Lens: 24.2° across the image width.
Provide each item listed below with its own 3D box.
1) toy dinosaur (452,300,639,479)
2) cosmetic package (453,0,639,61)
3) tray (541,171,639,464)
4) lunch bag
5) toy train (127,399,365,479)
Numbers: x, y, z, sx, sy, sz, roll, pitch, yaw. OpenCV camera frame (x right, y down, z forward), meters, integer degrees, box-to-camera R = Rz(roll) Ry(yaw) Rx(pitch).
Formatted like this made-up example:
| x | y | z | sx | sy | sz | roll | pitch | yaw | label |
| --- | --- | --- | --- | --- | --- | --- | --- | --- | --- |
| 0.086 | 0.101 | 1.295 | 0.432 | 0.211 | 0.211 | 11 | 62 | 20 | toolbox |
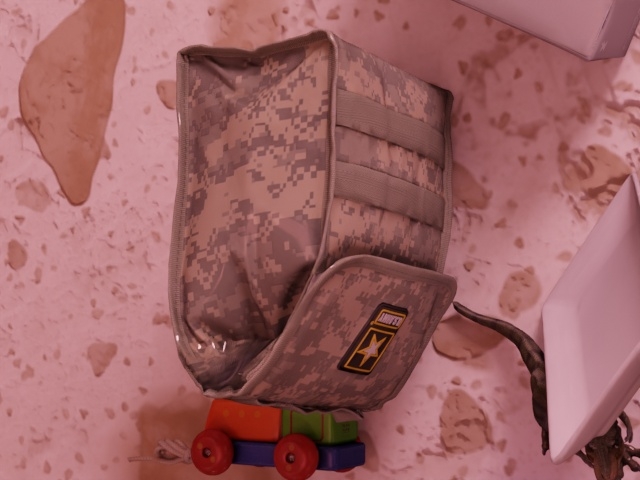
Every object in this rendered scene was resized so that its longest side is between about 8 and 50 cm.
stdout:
| x | y | z | sx | sy | sz | roll | pitch | yaw | label |
| --- | --- | --- | --- | --- | --- | --- | --- | --- | --- |
| 0.199 | 0.135 | 1.215 | 0.064 | 0.268 | 0.118 | -37 | 119 | -4 | toy dinosaur |
| 0.151 | -0.244 | 1.192 | 0.238 | 0.107 | 0.127 | 29 | 110 | 19 | cosmetic package |
| 0.217 | 0.055 | 1.122 | 0.030 | 0.270 | 0.145 | 29 | 112 | -5 | tray |
| 0.000 | 0.000 | 1.197 | 0.169 | 0.235 | 0.287 | -2 | 81 | 29 | lunch bag |
| -0.080 | 0.141 | 1.381 | 0.248 | 0.105 | 0.143 | -1 | 87 | 29 | toy train |
